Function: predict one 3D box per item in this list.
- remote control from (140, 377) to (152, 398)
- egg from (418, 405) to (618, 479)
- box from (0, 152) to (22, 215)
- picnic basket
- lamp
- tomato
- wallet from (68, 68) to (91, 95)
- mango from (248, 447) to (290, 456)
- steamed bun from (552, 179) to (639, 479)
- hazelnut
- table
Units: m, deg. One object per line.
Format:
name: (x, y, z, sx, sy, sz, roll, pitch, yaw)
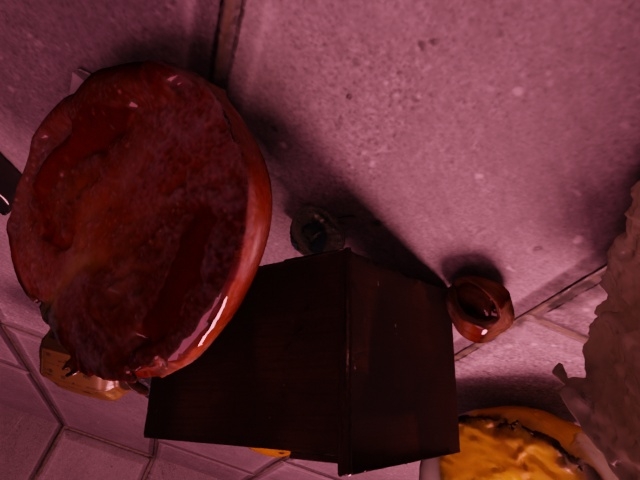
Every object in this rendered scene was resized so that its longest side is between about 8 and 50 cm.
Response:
remote control: (-0.454, 0.349, 1.240, 0.107, 0.044, 0.378, 7, 143, 21)
egg: (0.351, 0.418, 0.807, 0.200, 0.338, 0.337, -2, 162, -41)
box: (-0.544, -0.162, 0.581, 0.211, 0.058, 0.350, 0, 141, 20)
picnic basket: (0.000, 0.000, 0.558, 0.083, 0.065, 0.083, 1, 140, 49)
lamp: (-0.457, 0.233, 0.992, 0.184, 0.161, 0.161, 12, 145, 14)
tomato: (-0.151, -0.020, 0.485, 0.308, 0.310, 0.170, -2, 177, 26)
wallet: (-0.246, -0.126, 0.528, 0.061, 0.025, 0.122, 35, 142, -12)
mango: (-0.151, 0.441, 1.175, 0.262, 0.109, 0.157, 41, 143, -27)
steamed bun: (0.340, 0.074, 0.332, 0.273, 0.291, 0.272, -10, 133, 7)
hazelnut: (0.186, 0.079, 0.577, 0.086, 0.087, 0.086, 12, 144, 9)
table: (-0.016, 0.149, 0.586, 0.281, 0.197, 0.250, -11, 160, 34)
